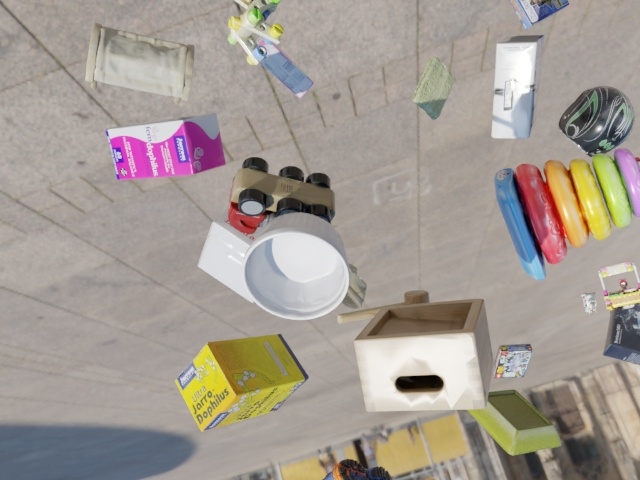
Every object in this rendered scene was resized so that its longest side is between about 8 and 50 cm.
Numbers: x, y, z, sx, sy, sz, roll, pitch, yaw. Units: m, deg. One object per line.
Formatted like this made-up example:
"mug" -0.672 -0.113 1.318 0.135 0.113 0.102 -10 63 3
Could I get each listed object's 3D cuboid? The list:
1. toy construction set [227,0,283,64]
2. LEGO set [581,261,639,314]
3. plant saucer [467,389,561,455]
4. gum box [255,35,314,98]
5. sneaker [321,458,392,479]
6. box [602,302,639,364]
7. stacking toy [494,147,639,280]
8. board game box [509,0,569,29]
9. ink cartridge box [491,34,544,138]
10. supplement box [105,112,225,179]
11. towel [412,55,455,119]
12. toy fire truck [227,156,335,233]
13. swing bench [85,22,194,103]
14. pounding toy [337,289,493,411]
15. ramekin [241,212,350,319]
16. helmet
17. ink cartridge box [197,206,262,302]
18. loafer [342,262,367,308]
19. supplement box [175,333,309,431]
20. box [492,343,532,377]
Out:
"toy construction set" -0.221 -0.591 1.367 0.151 0.215 0.327 -7 146 41
"LEGO set" 0.817 0.109 1.485 0.287 0.107 0.132 -11 163 7
"plant saucer" 0.462 0.422 1.402 0.188 0.188 0.045 4 115 -32
"gum box" -0.107 -0.497 1.668 0.188 0.107 0.062 37 106 -30
"sneaker" 0.076 0.480 1.118 0.087 0.083 0.221 -35 128 21
"box" 0.918 0.269 1.678 0.158 0.156 0.093 14 153 19
"stacking toy" 0.429 -0.072 0.869 0.301 0.166 0.175 -19 -169 24
"board game box" 0.593 -0.717 1.643 0.136 0.201 0.035 -30 -178 -7
"ink cartridge box" 0.438 -0.342 1.294 0.085 0.203 0.148 7 -153 24
"supplement box" -0.323 -0.195 1.217 0.220 0.111 0.114 -1 -163 29
"towel" 0.313 -0.418 1.598 0.110 0.148 0.027 33 168 -30
"toy fire truck" -0.104 -0.061 1.294 0.217 0.158 0.246 12 142 -17
"swing bench" -0.481 -0.473 1.563 0.253 0.165 0.254 8 -172 -20
"pounding toy" 0.110 0.128 0.701 0.181 0.094 0.206 -8 -173 21
"ramekin" -0.044 0.042 1.142 0.207 0.109 0.207 2 123 3
"helmet" 0.723 -0.313 1.505 0.169 0.169 0.161 5 133 -46
"ink cartridge box" -0.177 -0.009 1.647 0.270 0.198 0.197 -53 175 -46
"loafer" 0.053 0.095 1.781 0.102 0.092 0.268 -5 130 45
"supplement box" -0.245 0.447 1.875 0.194 0.195 0.356 -49 152 23
"box" 0.578 0.365 1.760 0.094 0.027 0.137 -2 132 2
